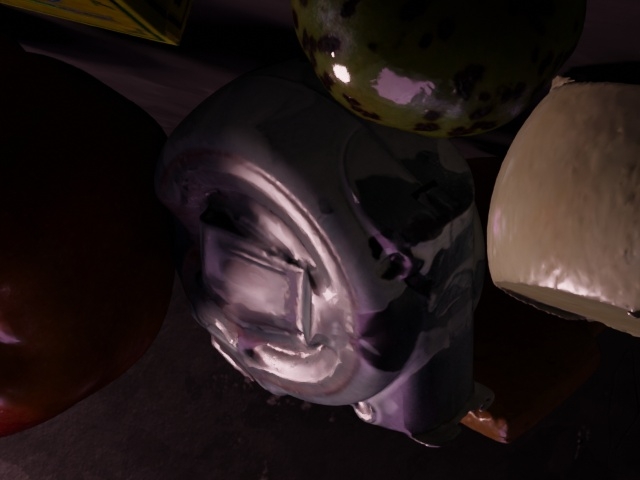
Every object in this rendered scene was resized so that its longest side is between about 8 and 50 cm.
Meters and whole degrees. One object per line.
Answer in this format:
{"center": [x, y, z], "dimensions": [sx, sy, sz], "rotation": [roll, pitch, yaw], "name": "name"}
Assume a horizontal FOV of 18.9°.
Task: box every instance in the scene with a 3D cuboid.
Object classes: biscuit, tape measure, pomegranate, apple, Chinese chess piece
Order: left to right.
{"center": [-0.255, 0.008, 1.508], "dimensions": [0.288, 0.288, 0.317], "rotation": [15, -149, 13], "name": "apple"}
{"center": [0.000, 0.000, 1.419], "dimensions": [0.275, 0.256, 0.147], "rotation": [28, -132, 33], "name": "tape measure"}
{"center": [0.055, -0.107, 0.764], "dimensions": [0.122, 0.122, 0.161], "rotation": [17, 153, -17], "name": "pomegranate"}
{"center": [0.132, 0.047, 1.564], "dimensions": [0.278, 0.301, 0.043], "rotation": [-1, 136, 5], "name": "biscuit"}
{"center": [0.278, 0.006, 1.180], "dimensions": [0.349, 0.146, 0.349], "rotation": [16, 177, 1], "name": "Chinese chess piece"}

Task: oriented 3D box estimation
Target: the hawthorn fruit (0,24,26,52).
{"center": [-0.348, -0.114, 1.748], "dimensions": [0.224, 0.224, 0.261], "rotation": [17, -161, -11], "name": "hawthorn fruit"}

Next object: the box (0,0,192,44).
{"center": [-0.161, -0.173, 1.057], "dimensions": [0.141, 0.064, 0.220], "rotation": [15, 178, 12], "name": "box"}
